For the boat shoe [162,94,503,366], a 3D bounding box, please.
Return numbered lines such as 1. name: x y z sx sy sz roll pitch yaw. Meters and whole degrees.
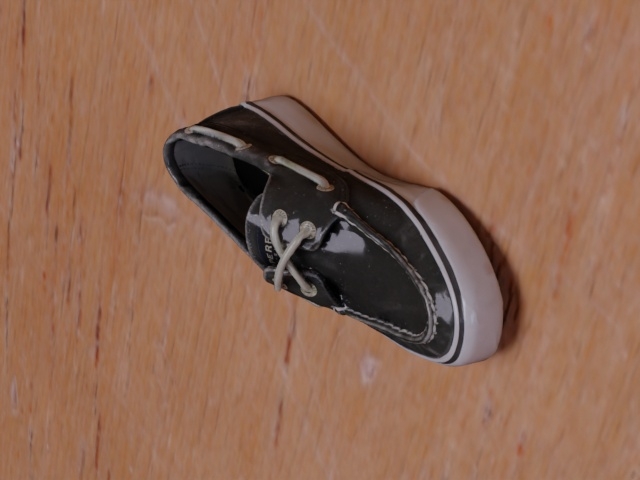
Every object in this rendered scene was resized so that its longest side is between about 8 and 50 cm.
1. boat shoe: 0.000 0.000 0.916 0.219 0.070 0.078 37 133 47
